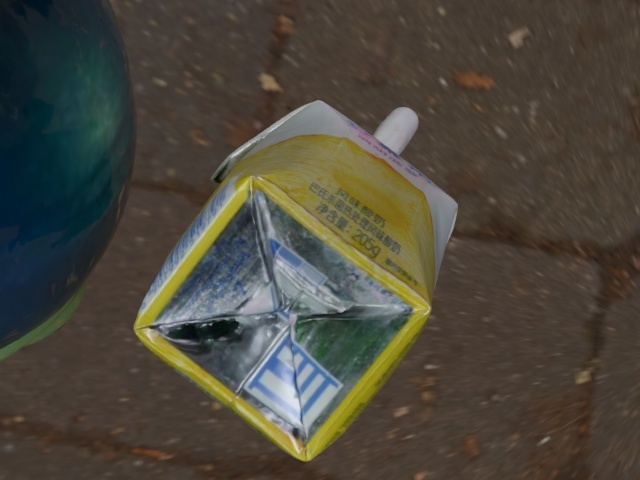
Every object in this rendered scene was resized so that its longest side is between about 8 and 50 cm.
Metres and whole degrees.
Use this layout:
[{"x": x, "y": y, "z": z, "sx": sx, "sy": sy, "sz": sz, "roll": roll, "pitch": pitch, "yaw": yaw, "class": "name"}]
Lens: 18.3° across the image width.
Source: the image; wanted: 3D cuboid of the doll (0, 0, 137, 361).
[{"x": -0.170, "y": -0.015, "z": 0.633, "sx": 0.199, "sy": 0.322, "sz": 0.186, "roll": 9, "pitch": 129, "yaw": 9, "class": "doll"}]

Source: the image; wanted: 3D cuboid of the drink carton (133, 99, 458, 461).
[{"x": 0.000, "y": 0.000, "z": 0.646, "sx": 0.084, "sy": 0.200, "sz": 0.074, "roll": 35, "pitch": 104, "yaw": -1, "class": "drink carton"}]
